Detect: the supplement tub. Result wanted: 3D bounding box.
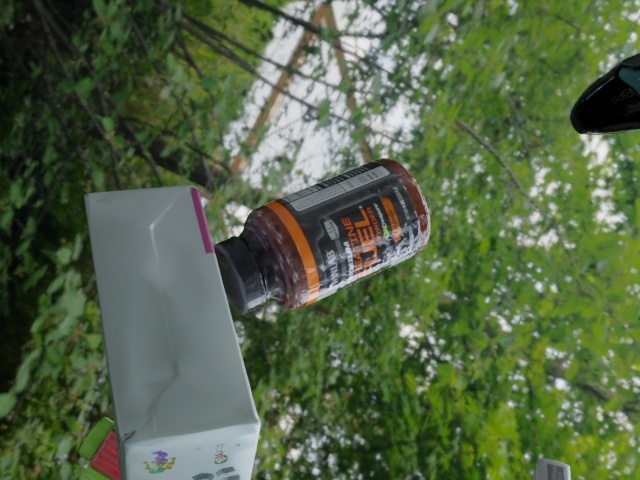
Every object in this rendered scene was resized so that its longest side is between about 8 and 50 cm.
[{"bbox_3d":[0.000,0.000,0.737,0.197,0.106,0.106,-24,178,-21],"label":"supplement tub"}]

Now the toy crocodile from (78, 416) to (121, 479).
[{"bbox_3d":[-0.254,0.264,1.130,0.341,0.115,0.105,-54,177,-7],"label":"toy crocodile"}]

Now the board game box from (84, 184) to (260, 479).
[{"bbox_3d":[-0.132,0.138,0.663,0.303,0.097,0.224,103,-26,-48],"label":"board game box"}]

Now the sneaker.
[{"bbox_3d":[0.439,-0.198,0.927,0.121,0.108,0.302,-31,-179,-43],"label":"sneaker"}]

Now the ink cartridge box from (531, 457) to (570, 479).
[{"bbox_3d":[0.249,0.366,0.890,0.145,0.045,0.179,-63,165,-59],"label":"ink cartridge box"}]
